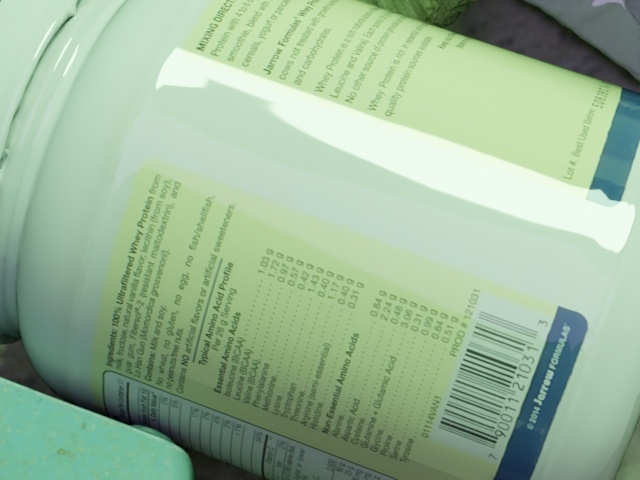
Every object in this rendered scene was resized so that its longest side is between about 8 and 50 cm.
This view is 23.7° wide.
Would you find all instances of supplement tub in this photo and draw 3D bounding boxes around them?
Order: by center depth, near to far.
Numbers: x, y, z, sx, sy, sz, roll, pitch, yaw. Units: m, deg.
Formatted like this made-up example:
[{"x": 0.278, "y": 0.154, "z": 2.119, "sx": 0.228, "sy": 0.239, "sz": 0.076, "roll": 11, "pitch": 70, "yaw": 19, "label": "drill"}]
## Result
[{"x": 0.000, "y": 0.000, "z": 0.741, "sx": 0.325, "sy": 0.235, "sz": 0.235, "roll": 20, "pitch": 77, "yaw": 8, "label": "supplement tub"}]

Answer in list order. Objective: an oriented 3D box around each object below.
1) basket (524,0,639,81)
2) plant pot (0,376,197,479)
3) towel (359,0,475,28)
[{"x": 0.271, "y": -0.222, "z": 0.741, "sx": 0.328, "sy": 0.331, "sz": 0.266, "roll": 35, "pitch": 77, "yaw": 10, "label": "basket"}, {"x": -0.167, "y": 0.198, "z": 0.704, "sx": 0.248, "sy": 0.247, "sz": 0.252, "roll": 20, "pitch": 69, "yaw": 8, "label": "plant pot"}, {"x": 0.038, "y": -0.177, "z": 0.858, "sx": 0.027, "sy": 0.110, "sz": 0.148, "roll": -13, "pitch": 72, "yaw": -33, "label": "towel"}]
